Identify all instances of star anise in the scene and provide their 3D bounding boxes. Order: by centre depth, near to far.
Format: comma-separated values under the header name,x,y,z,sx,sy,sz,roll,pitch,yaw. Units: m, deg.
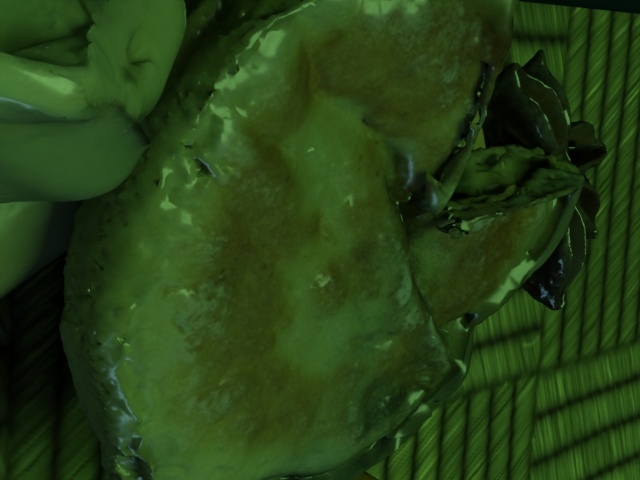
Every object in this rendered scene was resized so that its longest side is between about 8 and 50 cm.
name,x,y,z,sx,sy,sz,roll,pitch,yaw
star anise,0.165,-0.037,1.384,0.212,0.073,0.196,49,54,-47

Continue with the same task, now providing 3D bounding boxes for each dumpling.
name,x,y,z,sx,sy,sz,roll,pitch,yaw
dumpling,-0.179,-0.093,0.705,0.243,0.318,0.187,-25,130,0

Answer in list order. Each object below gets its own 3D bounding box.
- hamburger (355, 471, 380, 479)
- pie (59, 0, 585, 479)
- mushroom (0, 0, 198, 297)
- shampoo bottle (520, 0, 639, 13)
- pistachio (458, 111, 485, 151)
name,x,y,z,sx,sy,sz,roll,pitch,yaw
hamburger,-0.006,0.239,1.055,0.163,0.244,0.244,-64,144,-30
pie,0.000,0.000,0.882,0.338,0.075,0.337,-24,134,-27
mushroom,-0.138,-0.064,0.854,0.350,0.128,0.128,-52,139,-27
shampoo bottle,0.287,-0.321,1.245,0.331,0.343,0.331,-21,116,-53
pistachio,0.010,-0.025,1.072,0.187,0.188,0.299,-44,138,-43
